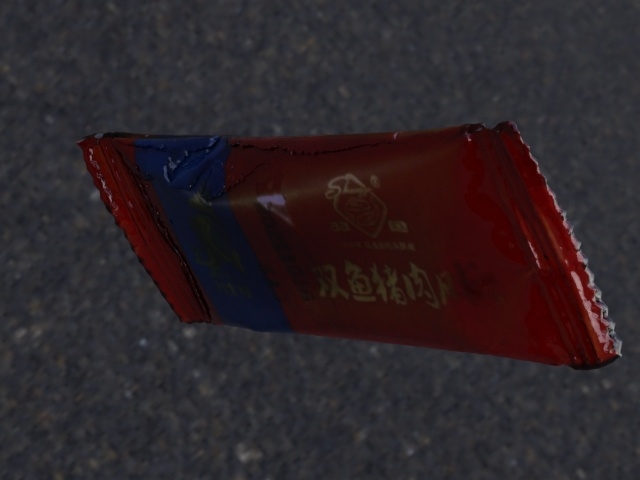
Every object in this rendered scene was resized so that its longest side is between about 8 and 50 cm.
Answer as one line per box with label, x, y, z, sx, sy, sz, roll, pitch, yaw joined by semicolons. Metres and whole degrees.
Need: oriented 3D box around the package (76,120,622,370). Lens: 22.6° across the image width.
package;0.000;0.000;0.507;0.022;0.200;0.083;-41;118;-34
